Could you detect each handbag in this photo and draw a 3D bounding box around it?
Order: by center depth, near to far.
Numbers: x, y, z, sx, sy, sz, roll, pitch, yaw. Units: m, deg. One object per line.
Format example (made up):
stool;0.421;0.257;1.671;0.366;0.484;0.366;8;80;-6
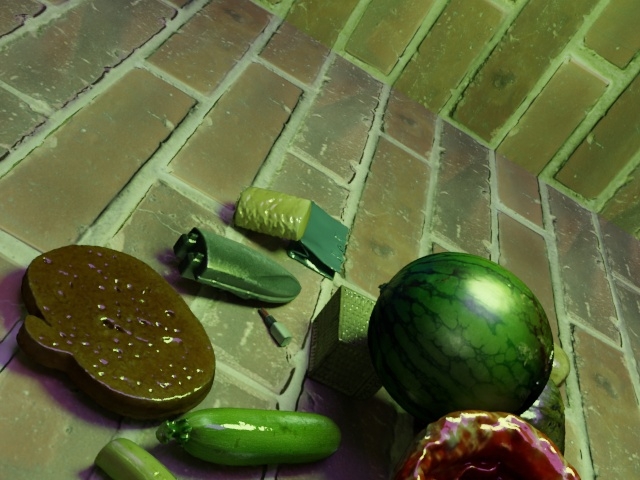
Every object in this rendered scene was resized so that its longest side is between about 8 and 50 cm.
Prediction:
handbag;0.000;0.000;2.177;0.144;0.057;0.221;33;29;-12

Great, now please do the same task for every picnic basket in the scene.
picnic basket;0.074;0.223;1.836;0.154;0.134;0.196;28;30;-15

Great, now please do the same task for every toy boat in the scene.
toy boat;-0.166;0.071;1.869;0.319;0.092;0.141;21;30;-36

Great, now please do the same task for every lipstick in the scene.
lipstick;-0.100;0.180;1.833;0.025;0.025;0.107;2;36;-45

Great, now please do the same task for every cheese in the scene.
cheese;-0.113;-0.066;2.061;0.167;0.094;0.123;15;30;11

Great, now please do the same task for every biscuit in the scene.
biscuit;-0.377;0.162;1.536;0.350;0.070;0.394;-4;46;-45

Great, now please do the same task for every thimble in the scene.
thimble;0.275;0.481;1.467;0.350;0.231;0.350;9;49;-11

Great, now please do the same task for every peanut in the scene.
peanut;0.571;0.299;2.241;0.137;0.122;0.253;29;24;-29

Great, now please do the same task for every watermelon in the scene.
watermelon;0.258;0.193;1.635;0.363;0.363;0.363;25;30;-16

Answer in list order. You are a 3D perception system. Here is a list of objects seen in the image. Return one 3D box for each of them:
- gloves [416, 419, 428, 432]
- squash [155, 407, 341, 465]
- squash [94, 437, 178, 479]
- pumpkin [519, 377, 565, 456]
gloves;0.284;0.318;1.857;0.135;0.210;0.312;27;19;-46
squash;-0.111;0.345;1.502;0.378;0.101;0.101;14;35;-37
squash;-0.241;0.401;1.310;0.250;0.083;0.083;42;30;19
pumpkin;0.451;0.387;1.928;0.312;0.169;0.148;47;29;22
